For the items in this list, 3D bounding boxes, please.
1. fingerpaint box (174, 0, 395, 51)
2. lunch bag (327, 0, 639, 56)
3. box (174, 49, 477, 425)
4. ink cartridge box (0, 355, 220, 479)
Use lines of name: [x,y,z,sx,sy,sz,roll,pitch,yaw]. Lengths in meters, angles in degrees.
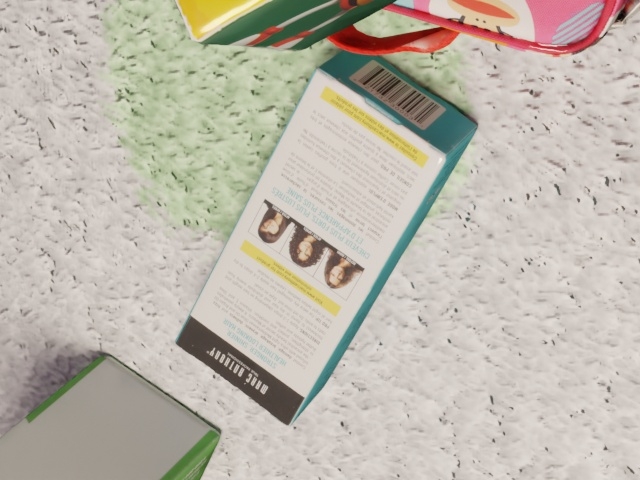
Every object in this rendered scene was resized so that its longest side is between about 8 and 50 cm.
fingerpaint box: [0.032,-0.364,0.763,0.371,0.163,0.445,-27,86,17]
lunch bag: [0.056,-0.222,0.949,0.293,0.120,0.258,21,122,17]
box: [0.000,0.000,1.120,0.100,0.060,0.244,36,124,9]
ink cartridge box: [-0.208,0.254,1.264,0.117,0.201,0.278,33,124,11]
